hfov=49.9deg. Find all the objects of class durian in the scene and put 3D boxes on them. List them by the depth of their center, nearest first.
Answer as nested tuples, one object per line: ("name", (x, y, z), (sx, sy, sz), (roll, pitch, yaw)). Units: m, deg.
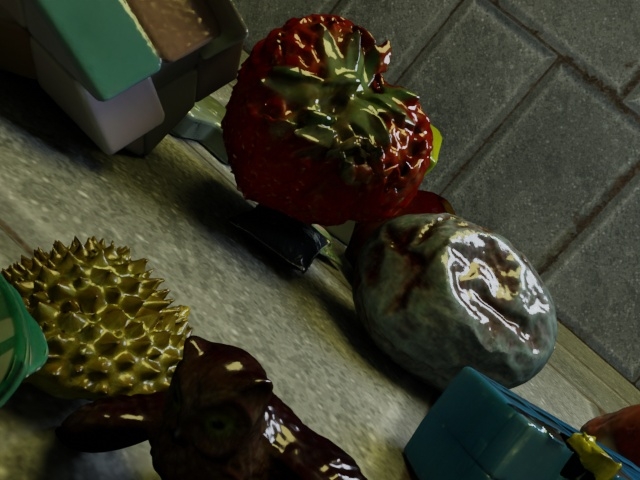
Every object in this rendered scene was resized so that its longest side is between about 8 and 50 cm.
("durian", (-0.143, 0.054, 0.498), (0.146, 0.102, 0.208), (29, 6, 22))

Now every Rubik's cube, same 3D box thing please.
("Rubik's cube", (-0.268, -0.308, 0.869), (0.387, 0.358, 0.368), (43, -28, 10))

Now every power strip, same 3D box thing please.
("power strip", (-0.211, -0.217, 1.280), (0.193, 0.059, 0.265), (42, 13, 10))

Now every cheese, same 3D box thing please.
("cheese", (0.000, 0.000, 1.216), (0.067, 0.026, 0.121), (30, 17, -34))

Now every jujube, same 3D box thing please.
("jujube", (0.186, 0.093, 1.004), (0.308, 0.247, 0.215), (42, -28, -15))

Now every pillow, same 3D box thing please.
("pillow", (-0.056, -0.011, 1.054), (0.141, 0.055, 0.208), (31, 13, 1))

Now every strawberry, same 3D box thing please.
("strawberry", (-0.015, -0.136, 0.997), (0.312, 0.267, 0.351), (47, -30, -13))

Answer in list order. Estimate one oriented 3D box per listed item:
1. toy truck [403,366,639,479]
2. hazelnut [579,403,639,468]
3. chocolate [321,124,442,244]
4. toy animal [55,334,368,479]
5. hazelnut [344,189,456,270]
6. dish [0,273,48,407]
("toy truck", (0.283, 0.290, 0.783), (0.384, 0.161, 0.162), (31, 7, -27))
("hazelnut", (0.506, 0.350, 0.997), (0.261, 0.261, 0.241), (41, 35, 6))
("chocolate", (0.043, -0.167, 1.335), (0.300, 0.289, 0.137), (34, 26, -22))
("toy animal", (-0.054, 0.113, 0.406), (0.218, 0.180, 0.116), (18, 34, 10))
("hazelnut", (0.152, 0.018, 1.218), (0.229, 0.229, 0.229), (37, 14, -11))
("dish", (-0.256, 0.032, 0.332), (0.224, 0.078, 0.246), (23, 22, -50))
